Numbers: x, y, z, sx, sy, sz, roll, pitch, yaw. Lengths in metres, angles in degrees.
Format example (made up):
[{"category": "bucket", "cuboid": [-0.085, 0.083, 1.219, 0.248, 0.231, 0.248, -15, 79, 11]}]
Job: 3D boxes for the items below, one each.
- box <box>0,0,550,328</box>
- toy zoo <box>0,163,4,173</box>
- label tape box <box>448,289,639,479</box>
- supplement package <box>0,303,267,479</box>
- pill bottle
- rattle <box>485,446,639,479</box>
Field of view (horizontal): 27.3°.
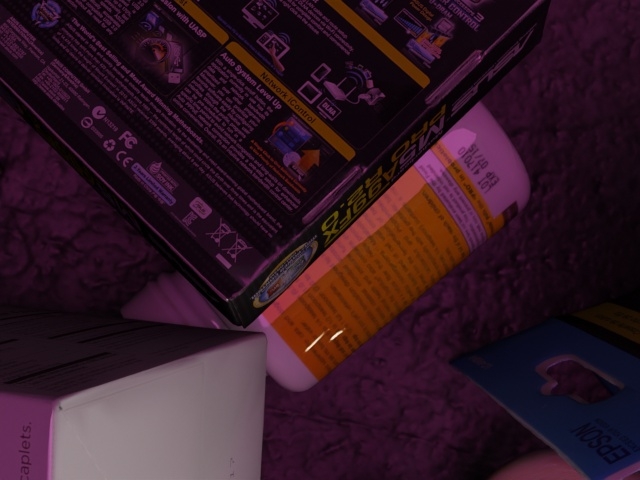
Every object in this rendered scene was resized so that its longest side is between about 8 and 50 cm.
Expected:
[{"category": "box", "cuboid": [-0.058, -0.125, 0.653, 0.270, 0.060, 0.216, 43, 79, 13]}, {"category": "toy zoo", "cuboid": [-0.324, -0.117, 0.690, 0.192, 0.030, 0.293, -30, 100, -5]}, {"category": "label tape box", "cuboid": [0.273, 0.079, 0.702, 0.347, 0.249, 0.115, -19, 99, -7]}, {"category": "supplement package", "cuboid": [-0.185, 0.137, 0.606, 0.262, 0.198, 0.199, 5, 95, 20]}, {"category": "pill bottle", "cuboid": [0.000, 0.000, 0.715, 0.215, 0.117, 0.117, -40, 101, -3]}, {"category": "rattle", "cuboid": [0.126, 0.170, 0.799, 0.199, 0.143, 0.130, -10, 112, 27]}]
